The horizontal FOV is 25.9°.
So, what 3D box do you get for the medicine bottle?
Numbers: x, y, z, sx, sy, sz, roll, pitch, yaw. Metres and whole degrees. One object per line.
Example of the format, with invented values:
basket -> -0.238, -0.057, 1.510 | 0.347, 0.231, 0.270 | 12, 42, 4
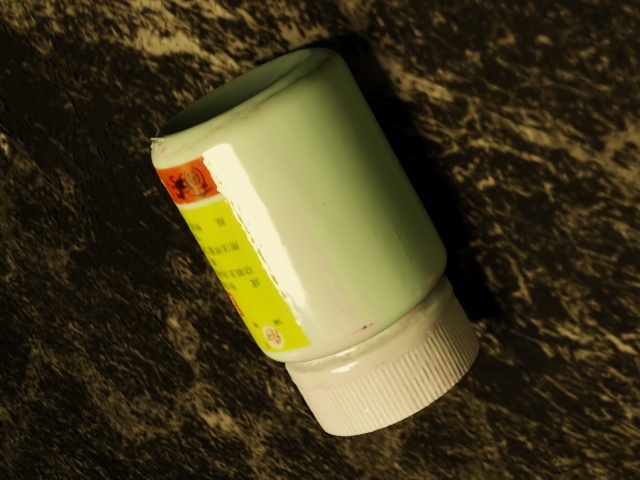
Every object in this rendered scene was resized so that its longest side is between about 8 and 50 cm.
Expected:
medicine bottle -> 0.000, 0.000, 0.896 | 0.139, 0.139, 0.225 | -11, 113, 51
